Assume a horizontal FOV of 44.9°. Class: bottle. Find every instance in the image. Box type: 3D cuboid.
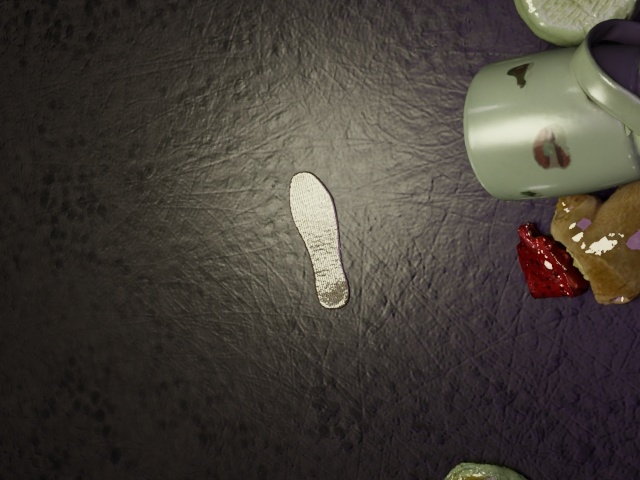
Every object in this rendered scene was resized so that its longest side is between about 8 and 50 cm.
[{"bbox_3d":[0.382,-0.172,1.017,0.352,0.229,0.229,-3,97,45],"label":"bottle"}]

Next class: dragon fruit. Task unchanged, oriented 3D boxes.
[{"bbox_3d":[0.354,0.032,1.198,0.097,0.063,0.131,-20,90,23],"label":"dragon fruit"}]

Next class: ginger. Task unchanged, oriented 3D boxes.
[{"bbox_3d":[0.457,-0.034,1.117,0.221,0.130,0.275,23,100,26],"label":"ginger"}]

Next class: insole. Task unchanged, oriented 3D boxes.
[{"bbox_3d":[0.000,0.000,1.366,0.086,0.005,0.253,-14,92,23],"label":"insole"}]

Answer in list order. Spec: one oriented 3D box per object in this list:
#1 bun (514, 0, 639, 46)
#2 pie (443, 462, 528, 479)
[{"bbox_3d":[0.374,-0.376,1.104,0.196,0.118,0.195,6,106,20],"label":"bun"},{"bbox_3d":[0.280,0.461,1.302,0.187,0.041,0.186,4,100,22],"label":"pie"}]
